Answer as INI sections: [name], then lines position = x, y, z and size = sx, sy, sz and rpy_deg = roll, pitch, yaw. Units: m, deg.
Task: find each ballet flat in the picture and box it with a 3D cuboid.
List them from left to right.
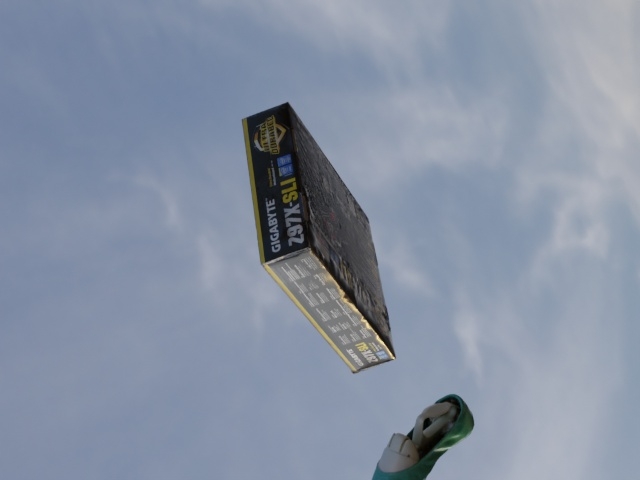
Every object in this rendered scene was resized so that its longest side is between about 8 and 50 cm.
[ballet flat]
position = 0.149, 0.322, 2.217
size = 0.247, 0.083, 0.087
rpy_deg = -38, -59, -35

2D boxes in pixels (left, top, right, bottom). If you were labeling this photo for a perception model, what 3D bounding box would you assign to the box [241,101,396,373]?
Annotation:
[box]
position = 0.000, 0.000, 1.977
size = 0.322, 0.079, 0.257
rpy_deg = 52, -156, -51
